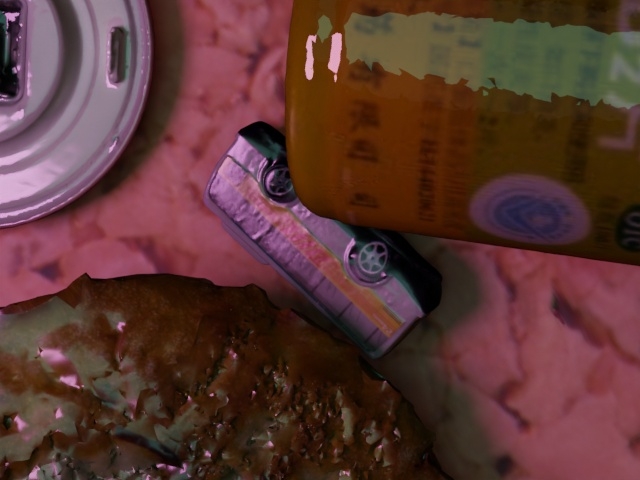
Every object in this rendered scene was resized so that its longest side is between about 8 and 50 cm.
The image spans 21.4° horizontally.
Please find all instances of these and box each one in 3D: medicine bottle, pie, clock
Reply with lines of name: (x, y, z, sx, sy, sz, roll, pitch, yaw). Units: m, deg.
medicine bottle: (0.185, -0.096, 0.997, 0.384, 0.224, 0.224, 9, 93, 9)
pie: (-0.086, 0.167, 1.078, 0.355, 0.103, 0.288, 28, 89, -11)
clock: (-0.229, -0.129, 1.151, 0.244, 0.056, 0.244, 0, 91, 11)

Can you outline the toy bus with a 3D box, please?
toy bus: (0.000, 0.000, 1.114, 0.172, 0.057, 0.072, 42, 105, 7)
